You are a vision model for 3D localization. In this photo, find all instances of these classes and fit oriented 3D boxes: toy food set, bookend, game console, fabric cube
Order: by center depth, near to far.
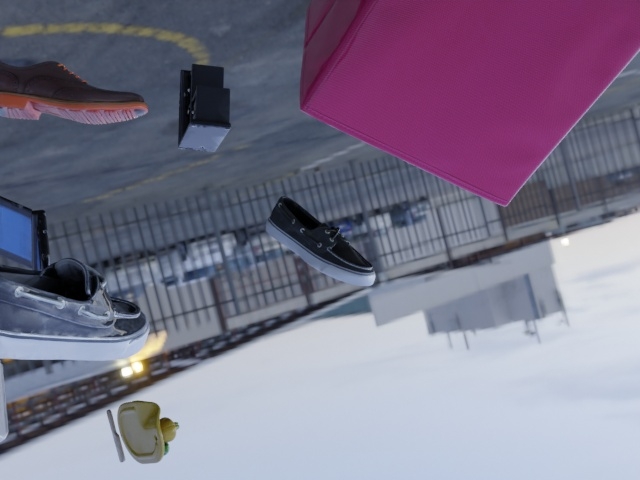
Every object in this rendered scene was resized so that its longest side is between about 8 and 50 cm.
[{"bbox_3d":[0.149,-0.244,0.856,0.254,0.259,0.258,22,127,-17],"label":"fabric cube"},{"bbox_3d":[-0.373,0.016,1.016,0.071,0.107,0.122,-4,145,-21],"label":"game console"},{"bbox_3d":[-0.211,-0.258,1.501,0.072,0.156,0.157,3,170,-17],"label":"bookend"},{"bbox_3d":[-0.344,0.374,1.654,0.071,0.128,0.218,-18,179,-39],"label":"toy food set"}]

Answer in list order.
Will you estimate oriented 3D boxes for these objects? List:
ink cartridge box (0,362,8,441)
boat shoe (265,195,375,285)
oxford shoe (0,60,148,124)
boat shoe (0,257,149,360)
[{"bbox_3d":[-0.792,0.310,1.686,0.117,0.207,0.283,-31,143,14],"label":"ink cartridge box"},{"bbox_3d":[0.000,0.000,0.849,0.142,0.040,0.049,31,-157,29],"label":"boat shoe"},{"bbox_3d":[-0.426,-0.255,1.390,0.271,0.098,0.097,4,171,-8],"label":"oxford shoe"},{"bbox_3d":[-0.290,0.072,0.956,0.108,0.102,0.301,26,-175,26],"label":"boat shoe"}]
